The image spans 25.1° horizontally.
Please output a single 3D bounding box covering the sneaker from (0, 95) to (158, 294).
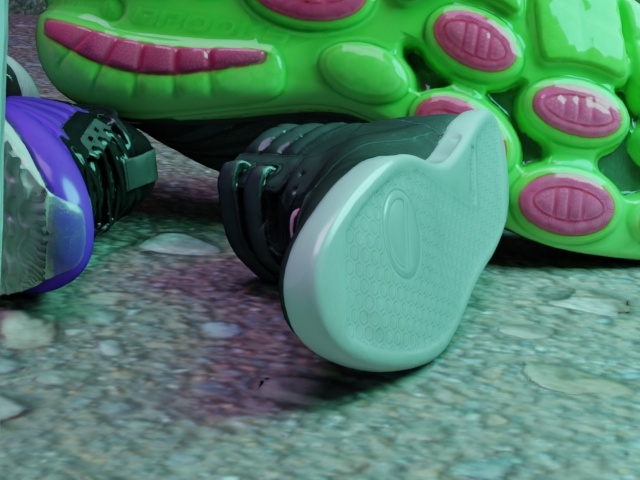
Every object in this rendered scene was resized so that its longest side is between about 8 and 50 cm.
[{"bbox_3d":[-0.161,-0.042,0.879,0.146,0.102,0.293,-3,14,-26],"label":"sneaker"}]

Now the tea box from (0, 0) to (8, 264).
[{"bbox_3d":[-0.288,0.010,0.366,0.328,0.220,0.323,6,14,5],"label":"tea box"}]

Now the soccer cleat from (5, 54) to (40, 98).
[{"bbox_3d":[-0.382,-0.105,1.137,0.331,0.116,0.143,5,-3,2],"label":"soccer cleat"}]

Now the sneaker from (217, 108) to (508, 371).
[{"bbox_3d":[0.000,0.000,0.768,0.146,0.105,0.296,-6,15,22],"label":"sneaker"}]

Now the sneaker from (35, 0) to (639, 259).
[{"bbox_3d":[0.050,-0.107,0.997,0.482,0.185,0.202,18,-5,10],"label":"sneaker"}]
